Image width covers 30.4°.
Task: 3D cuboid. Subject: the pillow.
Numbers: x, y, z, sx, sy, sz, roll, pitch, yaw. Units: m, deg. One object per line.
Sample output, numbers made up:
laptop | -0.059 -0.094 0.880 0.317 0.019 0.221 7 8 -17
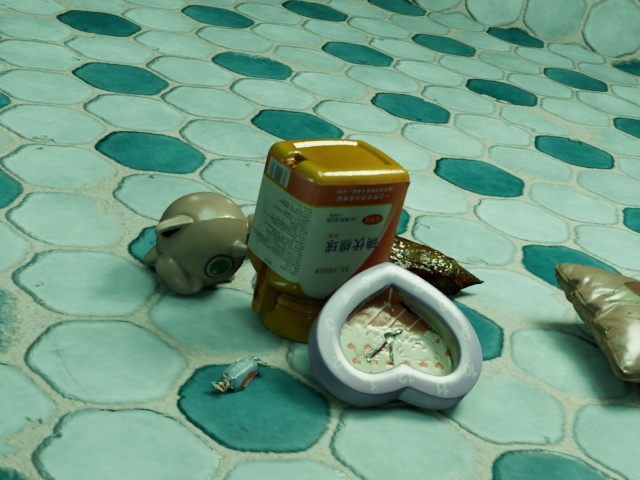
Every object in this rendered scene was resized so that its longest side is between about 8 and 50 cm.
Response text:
pillow | 0.425 0.116 1.508 0.223 0.084 0.236 13 27 -21

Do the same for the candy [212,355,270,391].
candy | -0.083 0.143 1.261 0.030 0.020 0.083 20 25 23

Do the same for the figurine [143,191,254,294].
figurine | -0.143 0.002 1.434 0.138 0.125 0.125 -9 30 -22

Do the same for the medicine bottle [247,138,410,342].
medicine bottle | 0.000 0.000 1.374 0.149 0.222 0.112 -5 29 -36

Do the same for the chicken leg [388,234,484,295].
chicken leg | 0.103 0.026 1.579 0.234 0.063 0.105 21 29 11

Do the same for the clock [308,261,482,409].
clock | 0.077 0.110 1.326 0.198 0.064 0.172 5 56 -20
